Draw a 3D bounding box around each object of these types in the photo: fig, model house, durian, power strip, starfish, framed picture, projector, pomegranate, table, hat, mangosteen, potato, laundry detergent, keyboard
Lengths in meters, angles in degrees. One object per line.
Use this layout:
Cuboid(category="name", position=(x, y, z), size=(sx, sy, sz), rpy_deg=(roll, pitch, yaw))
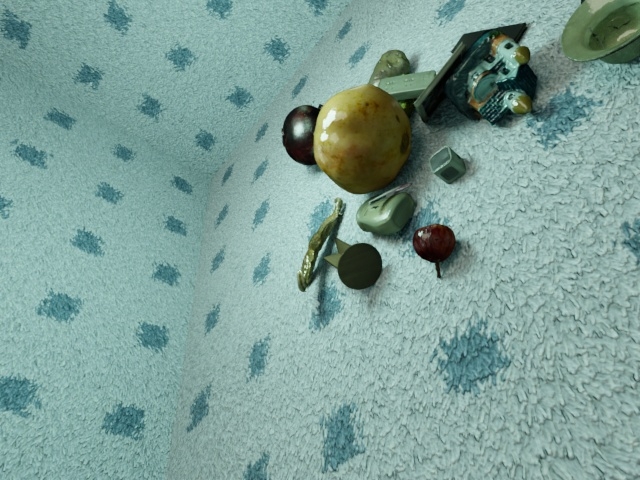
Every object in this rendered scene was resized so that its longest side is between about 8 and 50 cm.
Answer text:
Cuboid(category="fig", position=(0.333, 0.019, 1.312), size=(0.151, 0.128, 0.128), rpy_deg=(-64, 29, 5))
Cuboid(category="model house", position=(0.557, -0.479, 1.346), size=(0.253, 0.184, 0.291), rpy_deg=(-46, 37, 19))
Cuboid(category="durian", position=(0.353, -0.572, 1.819), size=(0.137, 0.095, 0.221), rpy_deg=(98, -178, -63))
Cuboid(category="power strip", position=(0.365, -0.607, 1.718), size=(0.287, 0.053, 0.093), rpy_deg=(1, 65, 32))
Cuboid(category="starfish", position=(0.000, 0.000, 1.776), size=(0.324, 0.082, 0.433), rpy_deg=(81, -146, -85))
Cuboid(category="framed picture", position=(0.428, -0.538, 1.534), size=(0.241, 0.020, 0.324), rpy_deg=(-52, -12, 14))
Cuboid(category="projector", position=(0.420, -0.249, 1.442), size=(0.083, 0.082, 0.083), rpy_deg=(-37, 37, 36))
Cuboid(category="pomegranate", position=(0.144, -0.390, 1.676), size=(0.411, 0.411, 0.412), rpy_deg=(-37, 37, 35))
Cuboid(category="table", position=(0.104, 0.070, 1.605), size=(0.167, 0.167, 0.226), rpy_deg=(-60, 21, 0))
Cuboid(category="hat", position=(0.763, -0.528, 1.102), size=(0.257, 0.130, 0.258), rpy_deg=(-38, 36, 34))
Cuboid(category="mangosteen", position=(-0.045, -0.534, 2.218), size=(0.330, 0.329, 0.331), rpy_deg=(-37, 37, 35))
Cuboid(category="potato", position=(0.301, -0.738, 1.982), size=(0.263, 0.164, 0.165), rpy_deg=(-57, 29, -2))
Cuboid(category="laundry detergent", position=(0.219, -0.103, 1.612), size=(0.181, 0.091, 0.253), rpy_deg=(-56, 27, -18))
Cuboid(category="keyboard", position=(0.615, -0.740, 1.621), size=(0.106, 0.027, 0.317), rpy_deg=(-56, 30, 2))

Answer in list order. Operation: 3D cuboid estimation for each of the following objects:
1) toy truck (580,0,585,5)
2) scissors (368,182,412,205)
Cuboid(category="toy truck", position=(0.823, -0.691, 1.166), size=(0.224, 0.147, 0.166), rpy_deg=(26, 111, 58))
Cuboid(category="scissors", position=(0.244, -0.166, 1.549), size=(0.176, 0.022, 0.085), rpy_deg=(-27, 12, -18))
